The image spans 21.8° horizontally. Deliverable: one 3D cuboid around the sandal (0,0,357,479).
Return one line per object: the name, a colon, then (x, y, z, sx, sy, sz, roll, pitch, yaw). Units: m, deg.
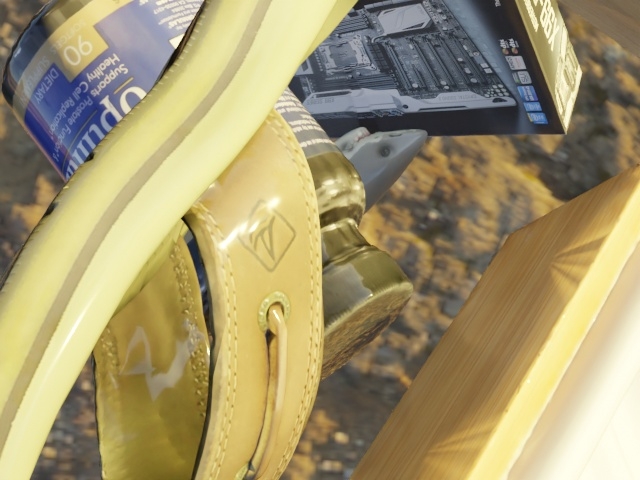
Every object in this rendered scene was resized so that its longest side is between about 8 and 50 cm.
sandal: (-0.035, 0.018, 0.424, 0.086, 0.120, 0.303, 35, 61, -8)

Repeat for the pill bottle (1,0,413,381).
pill bottle: (-0.055, -0.031, 0.850, 0.123, 0.123, 0.219, -43, 74, 14)

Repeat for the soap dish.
soap dish: (0.116, 0.136, 0.755, 0.118, 0.291, 0.229, -4, 123, 36)

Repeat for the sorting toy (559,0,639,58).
sorting toy: (0.290, -0.185, 1.021, 0.257, 0.255, 0.089, 33, 64, -10)

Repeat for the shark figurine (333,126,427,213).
shark figurine: (-0.020, 0.011, 1.195, 0.166, 0.278, 0.116, -24, 85, -16)

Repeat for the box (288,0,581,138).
box: (0.056, -0.210, 1.355, 0.242, 0.307, 0.076, 1, 53, 26)
